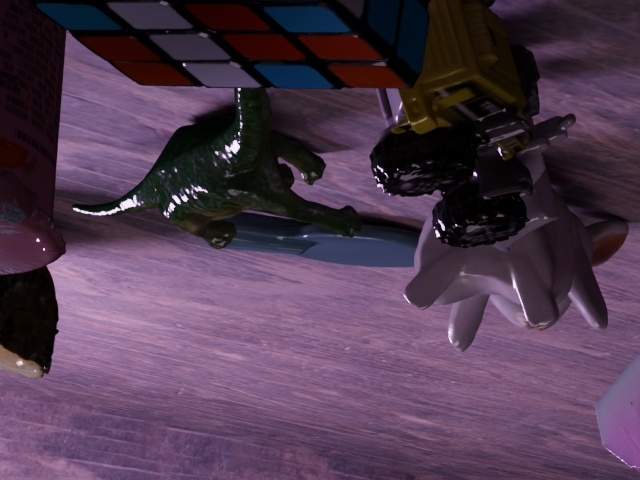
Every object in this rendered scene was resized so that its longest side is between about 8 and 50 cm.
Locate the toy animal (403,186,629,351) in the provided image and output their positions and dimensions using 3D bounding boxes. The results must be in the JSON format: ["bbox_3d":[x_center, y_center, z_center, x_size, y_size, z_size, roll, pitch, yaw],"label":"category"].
[{"bbox_3d":[0.179,0.026,1.662,0.140,0.138,0.282,-2,166,23],"label":"toy animal"}]

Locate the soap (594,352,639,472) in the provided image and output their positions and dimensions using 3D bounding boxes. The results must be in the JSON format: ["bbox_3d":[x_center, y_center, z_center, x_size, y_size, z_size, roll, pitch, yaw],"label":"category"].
[{"bbox_3d":[0.422,0.150,1.903,0.109,0.193,0.324,22,137,-32],"label":"soap"}]

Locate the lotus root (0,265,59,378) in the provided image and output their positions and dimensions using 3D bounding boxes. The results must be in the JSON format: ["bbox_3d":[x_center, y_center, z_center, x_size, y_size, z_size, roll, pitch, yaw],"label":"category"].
[{"bbox_3d":[-0.398,0.041,2.083,0.260,0.149,0.267,1,162,44],"label":"lotus root"}]

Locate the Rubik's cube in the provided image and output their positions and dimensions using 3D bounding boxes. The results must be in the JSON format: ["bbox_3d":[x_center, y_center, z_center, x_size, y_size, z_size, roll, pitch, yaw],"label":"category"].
[{"bbox_3d":[-0.040,-0.164,0.885,0.155,0.154,0.151,2,166,24],"label":"Rubik's cube"}]

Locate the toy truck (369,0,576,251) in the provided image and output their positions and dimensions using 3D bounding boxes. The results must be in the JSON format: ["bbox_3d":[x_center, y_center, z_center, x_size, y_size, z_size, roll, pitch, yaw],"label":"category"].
[{"bbox_3d":[0.099,-0.079,1.258,0.111,0.136,0.286,-18,161,17],"label":"toy truck"}]

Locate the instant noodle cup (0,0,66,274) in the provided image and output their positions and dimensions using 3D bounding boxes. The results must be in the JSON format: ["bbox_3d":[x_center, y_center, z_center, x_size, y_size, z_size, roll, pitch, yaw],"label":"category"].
[{"bbox_3d":[-0.238,-0.119,1.040,0.243,0.231,0.243,7,168,1],"label":"instant noodle cup"}]

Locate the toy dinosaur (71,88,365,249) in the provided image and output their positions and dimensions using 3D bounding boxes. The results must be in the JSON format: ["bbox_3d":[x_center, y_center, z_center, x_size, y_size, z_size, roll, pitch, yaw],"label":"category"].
[{"bbox_3d":[-0.111,-0.069,1.538,0.447,0.087,0.301,-10,160,36],"label":"toy dinosaur"}]

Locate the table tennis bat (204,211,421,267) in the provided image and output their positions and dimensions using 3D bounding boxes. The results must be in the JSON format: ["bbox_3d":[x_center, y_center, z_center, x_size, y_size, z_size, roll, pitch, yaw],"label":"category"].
[{"bbox_3d":[0.000,0.000,1.907,0.237,0.038,0.149,7,170,-15],"label":"table tennis bat"}]
